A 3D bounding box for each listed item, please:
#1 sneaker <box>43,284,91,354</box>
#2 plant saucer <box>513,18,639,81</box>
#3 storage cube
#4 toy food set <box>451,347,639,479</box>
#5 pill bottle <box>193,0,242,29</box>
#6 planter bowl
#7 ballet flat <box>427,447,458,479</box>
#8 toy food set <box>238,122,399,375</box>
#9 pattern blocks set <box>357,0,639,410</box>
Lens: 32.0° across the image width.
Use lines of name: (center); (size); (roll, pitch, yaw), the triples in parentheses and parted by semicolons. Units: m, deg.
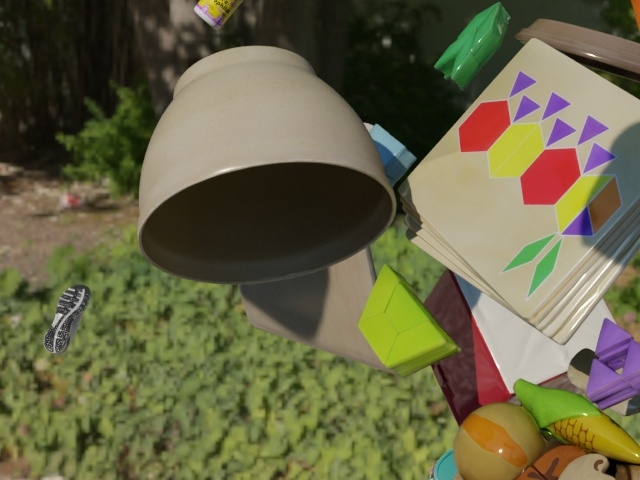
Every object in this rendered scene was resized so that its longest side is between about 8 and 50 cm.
sneaker: (-0.359, 0.113, 1.586); (0.040, 0.109, 0.044); (24, -19, 6)
plant saucer: (0.403, -0.252, 1.532); (0.277, 0.041, 0.278); (16, 10, -3)
storage cube: (0.256, 0.124, 1.473); (0.183, 0.215, 0.193); (-16, -21, -17)
toy food set: (0.110, 0.137, 0.603); (0.192, 0.038, 0.132); (-45, 31, -9)
pill bottle: (-0.125, -0.320, 1.462); (0.043, 0.083, 0.043); (40, 7, -6)
planter bowl: (-0.041, -0.055, 0.716); (0.162, 0.109, 0.162); (-8, -25, -4)
ballet flat: (0.162, 0.224, 0.748); (0.091, 0.077, 0.241); (-29, 40, -18)
toy food set: (0.000, 0.000, 1.240); (0.219, 0.306, 0.092); (14, 39, 40)
pattern blocks set: (0.132, -0.034, 0.664); (0.026, 0.285, 0.325); (37, 17, -35)
